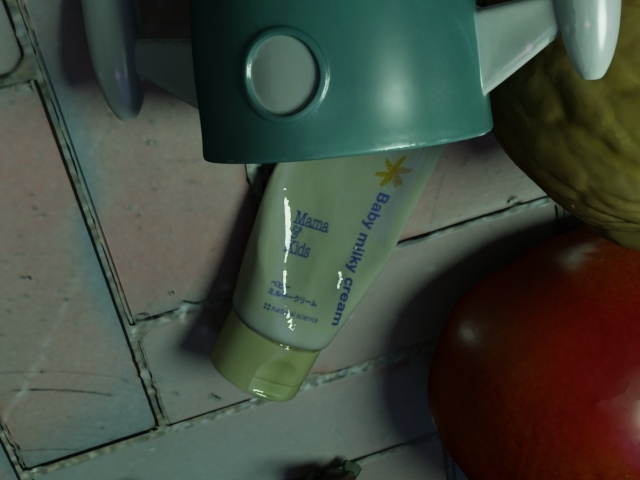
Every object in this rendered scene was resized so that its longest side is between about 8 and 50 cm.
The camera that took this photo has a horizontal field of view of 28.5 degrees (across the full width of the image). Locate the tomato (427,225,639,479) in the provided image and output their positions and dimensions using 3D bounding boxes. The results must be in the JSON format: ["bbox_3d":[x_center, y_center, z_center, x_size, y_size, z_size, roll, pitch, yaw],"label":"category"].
[{"bbox_3d":[0.236,0.121,0.933,0.299,0.226,0.298,-9,127,-13],"label":"tomato"}]

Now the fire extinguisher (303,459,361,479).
[{"bbox_3d":[0.028,0.267,1.051,0.075,0.106,0.252,-6,132,5],"label":"fire extinguisher"}]

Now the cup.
[{"bbox_3d":[0.005,-0.135,0.663,0.300,0.167,0.173,-2,101,21],"label":"cup"}]

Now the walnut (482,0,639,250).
[{"bbox_3d":[0.202,-0.097,0.743,0.228,0.228,0.228,-11,131,-13],"label":"walnut"}]

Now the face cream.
[{"bbox_3d":[0.000,0.000,0.860,0.114,0.070,0.224,17,111,-31],"label":"face cream"}]
